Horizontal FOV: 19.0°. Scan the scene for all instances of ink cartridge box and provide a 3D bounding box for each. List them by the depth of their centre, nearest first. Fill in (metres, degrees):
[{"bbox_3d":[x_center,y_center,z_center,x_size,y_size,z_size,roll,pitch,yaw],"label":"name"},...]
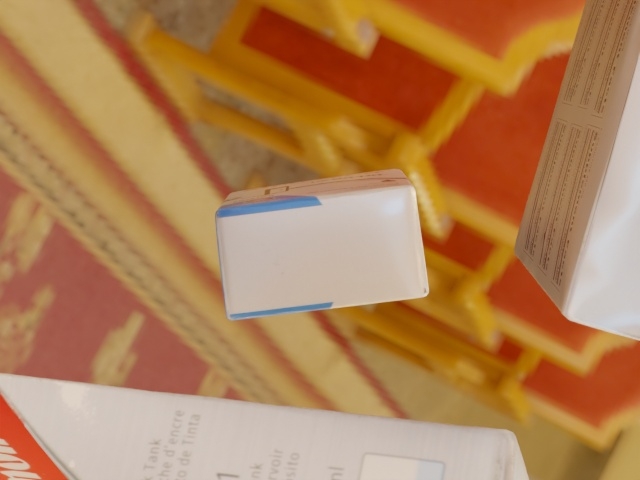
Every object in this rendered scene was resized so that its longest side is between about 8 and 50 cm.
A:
[{"bbox_3d":[-0.073,0.172,0.982,0.308,0.385,0.091,66,32,-60],"label":"ink cartridge box"},{"bbox_3d":[0.000,0.000,1.455,0.203,0.148,0.086,-99,-179,-84],"label":"ink cartridge box"}]

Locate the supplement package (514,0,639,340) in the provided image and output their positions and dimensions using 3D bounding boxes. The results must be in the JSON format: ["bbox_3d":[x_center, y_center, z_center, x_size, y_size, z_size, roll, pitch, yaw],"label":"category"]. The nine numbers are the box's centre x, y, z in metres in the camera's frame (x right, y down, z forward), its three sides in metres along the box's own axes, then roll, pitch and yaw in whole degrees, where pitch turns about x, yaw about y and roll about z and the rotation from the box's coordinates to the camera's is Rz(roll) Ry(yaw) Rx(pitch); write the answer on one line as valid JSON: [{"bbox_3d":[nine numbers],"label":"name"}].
[{"bbox_3d":[0.200,-0.027,0.798,0.203,0.194,0.149,-83,-172,-84],"label":"supplement package"}]
